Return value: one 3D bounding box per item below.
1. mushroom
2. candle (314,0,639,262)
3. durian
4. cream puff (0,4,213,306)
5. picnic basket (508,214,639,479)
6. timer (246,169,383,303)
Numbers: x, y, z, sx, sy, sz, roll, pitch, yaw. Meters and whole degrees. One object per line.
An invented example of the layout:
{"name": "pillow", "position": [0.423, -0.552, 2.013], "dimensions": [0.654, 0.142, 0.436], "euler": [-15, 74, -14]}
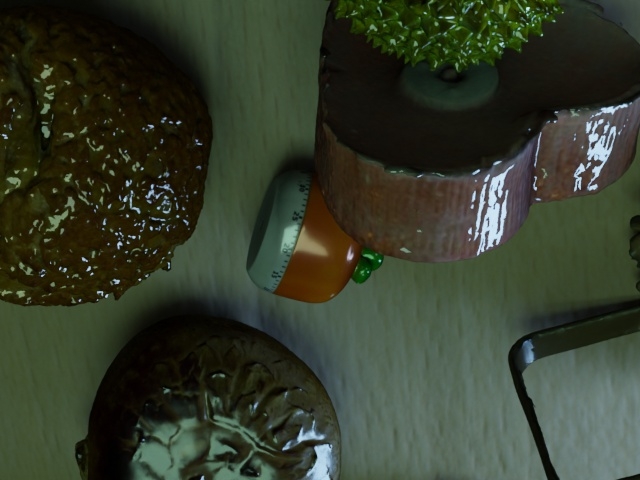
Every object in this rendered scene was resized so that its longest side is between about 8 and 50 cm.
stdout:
{"name": "mushroom", "position": [-0.118, 0.219, 1.962], "dimensions": [0.278, 0.163, 0.297], "euler": [-5, 101, 9]}
{"name": "candle", "position": [0.103, -0.108, 1.691], "dimensions": [0.287, 0.317, 0.131], "euler": [35, 137, 31]}
{"name": "durian", "position": [0.092, -0.243, 1.609], "dimensions": [0.200, 0.237, 0.176], "euler": [-16, 150, -35]}
{"name": "cream puff", "position": [-0.251, -0.063, 1.768], "dimensions": [0.303, 0.212, 0.303], "euler": [5, 126, 7]}
{"name": "picnic basket", "position": [0.345, 0.126, 1.823], "dimensions": [0.321, 0.254, 0.291], "euler": [-16, 123, 3]}
{"name": "timer", "position": [0.000, 0.000, 1.864], "dimensions": [0.136, 0.099, 0.136], "euler": [-1, 138, -1]}
